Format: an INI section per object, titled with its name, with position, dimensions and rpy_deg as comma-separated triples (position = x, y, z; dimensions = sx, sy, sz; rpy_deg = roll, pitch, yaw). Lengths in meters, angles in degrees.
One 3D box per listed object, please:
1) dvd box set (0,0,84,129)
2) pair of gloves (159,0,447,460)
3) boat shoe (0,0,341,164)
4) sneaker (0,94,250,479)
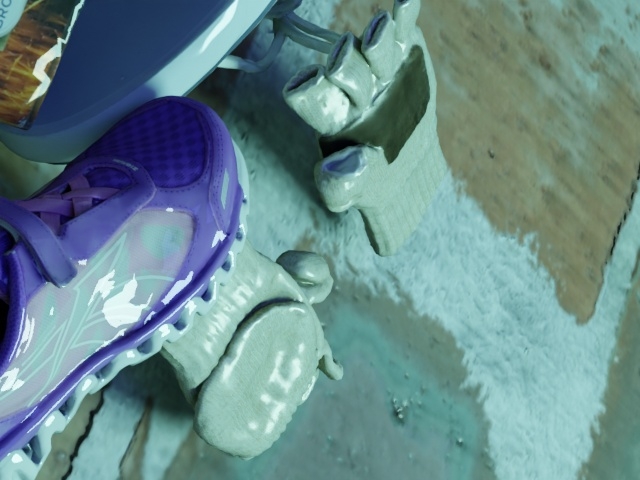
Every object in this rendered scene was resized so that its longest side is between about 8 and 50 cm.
[dvd box set]
position = -0.246, -0.249, 0.655
dimensions = 0.420, 0.062, 0.307
rpy_deg = 20, 96, -36
[pair of gloves]
position = 0.000, 0.000, 0.896
dimensions = 0.240, 0.042, 0.204
rpy_deg = -55, 153, -21
[boat shoe]
position = -0.031, -0.168, 0.903
dimensions = 0.367, 0.136, 0.156
rpy_deg = -56, 151, -15
[sneaker]
position = -0.118, 0.013, 0.725
dimensions = 0.236, 0.095, 0.104
rpy_deg = -50, 148, -27
